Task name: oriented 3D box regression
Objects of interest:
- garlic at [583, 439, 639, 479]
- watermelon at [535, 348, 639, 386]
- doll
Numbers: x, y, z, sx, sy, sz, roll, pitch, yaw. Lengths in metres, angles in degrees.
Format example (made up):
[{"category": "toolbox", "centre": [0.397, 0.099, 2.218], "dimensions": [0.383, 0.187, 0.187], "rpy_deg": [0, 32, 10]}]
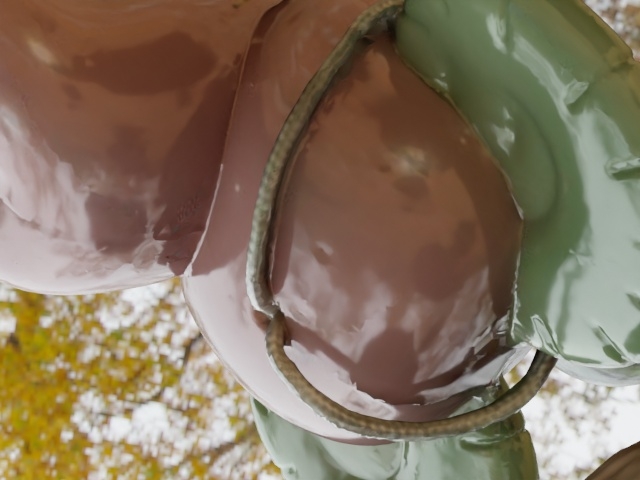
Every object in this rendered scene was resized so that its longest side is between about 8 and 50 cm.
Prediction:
[{"category": "garlic", "centre": [0.101, 0.114, 0.334], "dimensions": [0.087, 0.195, 0.101], "rpy_deg": [-38, -144, -13]}, {"category": "watermelon", "centre": [0.243, 0.030, 1.142], "dimensions": [0.215, 0.188, 0.188], "rpy_deg": [-13, -141, -29]}, {"category": "doll", "centre": [0.000, 0.000, 0.533], "dimensions": [0.216, 0.284, 0.268], "rpy_deg": [-25, -121, -39]}]
